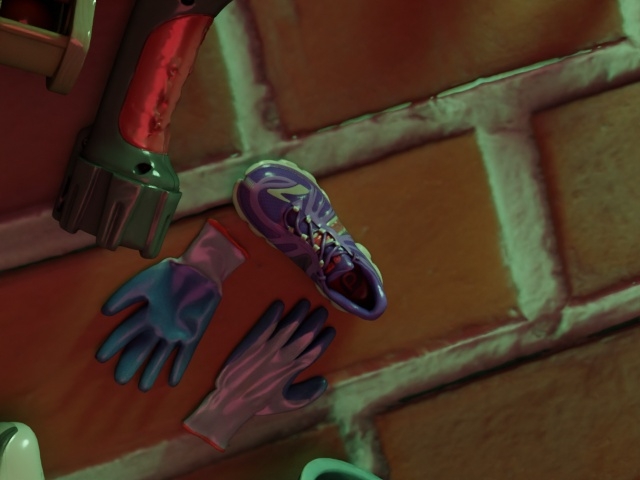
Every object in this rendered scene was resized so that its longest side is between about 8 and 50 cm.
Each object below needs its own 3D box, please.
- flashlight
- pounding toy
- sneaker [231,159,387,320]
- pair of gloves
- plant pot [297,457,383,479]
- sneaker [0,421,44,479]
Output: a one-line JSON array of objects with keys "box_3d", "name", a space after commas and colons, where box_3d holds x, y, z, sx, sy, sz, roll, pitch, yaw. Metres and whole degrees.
[{"box_3d": [-0.108, -0.138, 1.059, 0.103, 0.103, 0.304, 16, 98, -21], "name": "flashlight"}, {"box_3d": [-0.233, -0.199, 0.981, 0.155, 0.154, 0.269, 14, 99, -18], "name": "pounding toy"}, {"box_3d": [0.000, 0.000, 1.139, 0.068, 0.071, 0.170, -46, 110, 0], "name": "sneaker"}, {"box_3d": [-0.083, 0.087, 1.165, 0.198, 0.023, 0.159, 41, 91, -20], "name": "pair of gloves"}, {"box_3d": [0.002, 0.416, 1.126, 0.341, 0.341, 0.334, 40, 99, -20], "name": "plant pot"}, {"box_3d": [-0.232, 0.279, 1.145, 0.129, 0.111, 0.297, -11, 114, -24], "name": "sneaker"}]
